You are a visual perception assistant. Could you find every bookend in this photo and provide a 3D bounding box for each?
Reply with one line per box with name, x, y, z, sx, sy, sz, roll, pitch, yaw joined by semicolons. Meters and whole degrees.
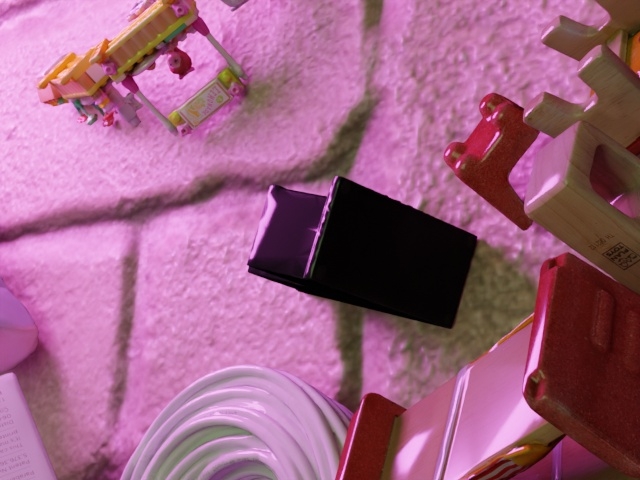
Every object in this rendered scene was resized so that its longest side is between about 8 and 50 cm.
bookend;0.000;0.000;1.081;0.157;0.156;0.072;12;84;44

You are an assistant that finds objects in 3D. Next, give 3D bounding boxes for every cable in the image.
cable;-0.048;0.224;1.093;0.257;0.089;0.257;27;93;45

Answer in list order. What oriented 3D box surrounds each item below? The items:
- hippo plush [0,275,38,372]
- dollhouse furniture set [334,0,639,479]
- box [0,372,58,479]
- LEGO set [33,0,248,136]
hippo plush;-0.432;0.070;1.389;0.236;0.234;0.294;-47;51;19
dollhouse furniture set;0.154;0.036;0.939;0.201;0.152;0.374;-41;22;44
box;-0.236;0.310;1.106;0.215;0.168;0.345;91;154;-48
LEGO set;-0.156;-0.145;1.337;0.287;0.107;0.132;-28;23;37
